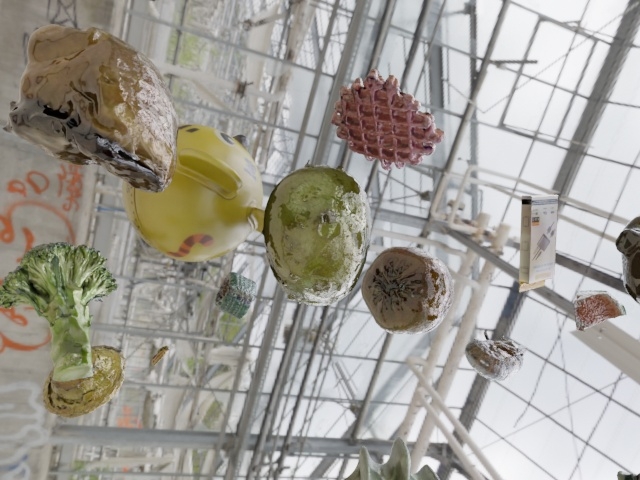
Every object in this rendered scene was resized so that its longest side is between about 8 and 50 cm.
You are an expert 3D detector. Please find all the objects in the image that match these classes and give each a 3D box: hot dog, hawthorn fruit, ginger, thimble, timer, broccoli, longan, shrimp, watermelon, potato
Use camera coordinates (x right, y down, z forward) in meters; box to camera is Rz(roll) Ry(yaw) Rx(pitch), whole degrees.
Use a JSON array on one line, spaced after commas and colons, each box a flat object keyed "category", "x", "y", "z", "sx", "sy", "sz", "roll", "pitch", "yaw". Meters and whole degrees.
[{"category": "hot dog", "x": -0.464, "y": 0.330, "z": 1.446, "sx": 0.083, "sy": 0.021, "sz": 0.037, "roll": -47, "pitch": -163, "yaw": 24}, {"category": "hawthorn fruit", "x": 0.280, "y": 0.152, "z": 1.528, "sx": 0.268, "sy": 0.301, "sz": 0.267, "roll": -6, "pitch": -101, "yaw": 31}, {"category": "ginger", "x": -0.323, "y": -0.205, "z": 0.781, "sx": 0.200, "sy": 0.269, "sz": 0.223, "roll": 62, "pitch": 44, "yaw": -70}, {"category": "thimble", "x": -0.247, "y": 0.160, "z": 1.461, "sx": 0.118, "sy": 0.090, "sz": 0.135, "roll": -60, "pitch": -162, "yaw": 9}, {"category": "timer", "x": -0.274, "y": -0.114, "z": 1.222, "sx": 0.387, "sy": 0.376, "sz": 0.376, "roll": 7, "pitch": -95, "yaw": 35}, {"category": "broccoli", "x": -0.628, "y": 0.168, "z": 1.189, "sx": 0.221, "sy": 0.252, "sz": 0.361, "roll": -46, "pitch": -148, "yaw": 18}, {"category": "longan", "x": 0.844, "y": 0.054, "z": 1.194, "sx": 0.300, "sy": 0.300, "sz": 0.243, "roll": -106, "pitch": -150, "yaw": -51}, {"category": "shrimp", "x": 0.517, "y": 0.337, "z": 1.450, "sx": 0.145, "sy": 0.343, "sz": 0.116, "roll": 22, "pitch": -83, "yaw": 41}, {"category": "watermelon", "x": 0.749, "y": 0.197, "z": 1.424, "sx": 0.121, "sy": 0.158, "sz": 0.097, "roll": 130, "pitch": -61, "yaw": -76}, {"category": "potato", "x": -0.004, "y": 0.018, "z": 1.077, "sx": 0.359, "sy": 0.219, "sz": 0.269, "roll": 90, "pitch": 12, "yaw": -49}]

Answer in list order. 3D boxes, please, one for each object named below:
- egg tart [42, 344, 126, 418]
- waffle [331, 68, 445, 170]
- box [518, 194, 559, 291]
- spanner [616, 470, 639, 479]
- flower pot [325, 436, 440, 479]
[{"category": "egg tart", "x": -0.678, "y": 0.384, "z": 1.427, "sx": 0.241, "sy": 0.241, "sz": 0.106, "roll": -103, "pitch": 180, "yaw": -48}, {"category": "waffle", "x": 0.122, "y": -0.228, "z": 1.007, "sx": 0.055, "sy": 0.221, "sz": 0.234, "roll": -57, "pitch": -163, "yaw": -24}, {"category": "box", "x": 0.560, "y": 0.006, "z": 1.286, "sx": 0.033, "sy": 0.129, "sz": 0.247, "roll": 8, "pitch": -78, "yaw": 53}, {"category": "spanner", "x": 0.472, "y": 0.424, "z": 0.782, "sx": 0.095, "sy": 0.040, "sz": 0.324, "roll": -70, "pitch": -176, "yaw": -61}, {"category": "flower pot", "x": 0.066, "y": 0.518, "z": 0.804, "sx": 0.368, "sy": 0.254, "sz": 0.164, "roll": -38, "pitch": 178, "yaw": -3}]
